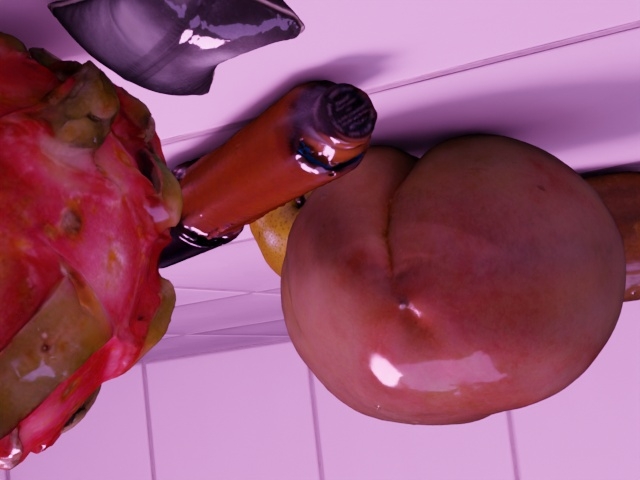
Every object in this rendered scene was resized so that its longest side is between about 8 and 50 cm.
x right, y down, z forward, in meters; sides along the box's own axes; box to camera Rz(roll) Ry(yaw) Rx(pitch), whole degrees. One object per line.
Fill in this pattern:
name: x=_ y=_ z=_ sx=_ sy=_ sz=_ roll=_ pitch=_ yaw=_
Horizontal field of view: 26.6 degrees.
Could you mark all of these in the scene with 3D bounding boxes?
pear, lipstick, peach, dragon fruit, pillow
pear: x=0.000 y=0.000 z=1.322 sx=0.141 sy=0.104 sz=0.141 roll=-5 pitch=168 yaw=-1
lipstick: x=-0.070 y=-0.041 z=1.056 sx=0.077 sy=0.077 sz=0.418 roll=-2 pitch=170 yaw=-26
peach: x=0.106 y=0.038 z=1.131 sx=0.292 sy=0.247 sz=0.292 roll=-7 pitch=-165 yaw=2
dragon fruit: x=-0.216 y=0.018 z=0.718 sx=0.303 sy=0.237 sz=0.231 roll=-34 pitch=172 yaw=-9
pillow: x=-0.073 y=-0.107 z=0.657 sx=0.091 sy=0.055 sz=0.136 roll=1 pitch=168 yaw=-31

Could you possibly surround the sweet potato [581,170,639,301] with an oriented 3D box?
sweet potato: x=0.271 y=0.001 z=1.411 sx=0.370 sy=0.158 sz=0.158 roll=-14 pitch=172 yaw=3
